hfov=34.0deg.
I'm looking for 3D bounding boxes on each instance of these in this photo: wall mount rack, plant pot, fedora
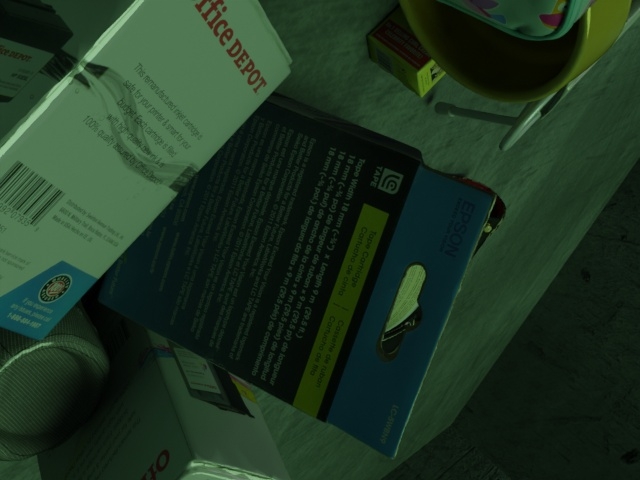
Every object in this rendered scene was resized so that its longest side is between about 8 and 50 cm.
[{"bbox_3d":[0.295,-0.256,1.364,0.350,0.130,0.304,-45,175,-17],"label":"wall mount rack"},{"bbox_3d":[0.242,-0.306,1.092,0.239,0.254,0.254,-35,156,-29],"label":"plant pot"},{"bbox_3d":[-0.282,0.121,0.981,0.243,0.124,0.275,-40,158,-21],"label":"fedora"}]

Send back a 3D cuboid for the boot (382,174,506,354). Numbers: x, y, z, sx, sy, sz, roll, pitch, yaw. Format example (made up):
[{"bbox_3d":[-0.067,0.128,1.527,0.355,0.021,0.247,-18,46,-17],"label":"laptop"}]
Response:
[{"bbox_3d":[0.162,0.042,1.731,0.284,0.138,0.377,-56,163,22],"label":"boot"}]

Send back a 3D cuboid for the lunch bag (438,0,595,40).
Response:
[{"bbox_3d":[0.110,-0.299,0.817,0.108,0.279,0.224,-49,159,-26],"label":"lunch bag"}]

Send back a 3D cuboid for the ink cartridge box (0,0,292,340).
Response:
[{"bbox_3d":[-0.189,-0.095,0.773,0.307,0.129,0.223,-47,160,-3],"label":"ink cartridge box"}]

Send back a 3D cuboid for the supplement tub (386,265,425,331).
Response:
[{"bbox_3d":[0.000,0.000,1.183,0.235,0.235,0.325,-53,159,13],"label":"supplement tub"}]

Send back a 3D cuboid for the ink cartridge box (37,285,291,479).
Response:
[{"bbox_3d":[-0.178,0.207,1.071,0.131,0.306,0.226,22,114,-36],"label":"ink cartridge box"}]

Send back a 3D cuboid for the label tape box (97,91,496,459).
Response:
[{"bbox_3d":[-0.016,0.009,0.944,0.106,0.333,0.241,-2,114,-63],"label":"label tape box"}]

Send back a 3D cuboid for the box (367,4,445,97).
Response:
[{"bbox_3d":[0.165,-0.280,1.234,0.232,0.087,0.058,-44,157,-9],"label":"box"}]
